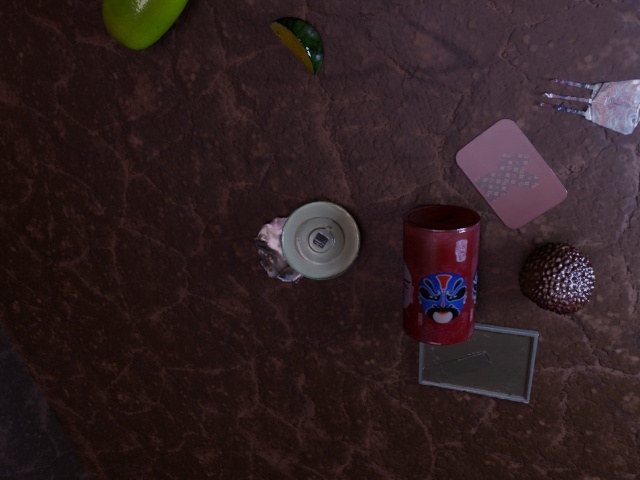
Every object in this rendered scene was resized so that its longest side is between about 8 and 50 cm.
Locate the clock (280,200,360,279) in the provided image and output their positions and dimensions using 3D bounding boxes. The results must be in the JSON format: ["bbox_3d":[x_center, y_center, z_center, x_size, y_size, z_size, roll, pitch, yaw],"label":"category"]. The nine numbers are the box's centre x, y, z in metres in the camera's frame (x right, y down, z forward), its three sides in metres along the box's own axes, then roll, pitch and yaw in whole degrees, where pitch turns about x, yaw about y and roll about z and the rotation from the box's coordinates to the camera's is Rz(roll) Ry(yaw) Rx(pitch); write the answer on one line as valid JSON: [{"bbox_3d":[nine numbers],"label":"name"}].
[{"bbox_3d":[0.000,0.000,1.596,0.235,0.029,0.235,0,90,0],"label":"clock"}]

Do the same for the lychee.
[{"bbox_3d":[0.606,0.093,1.380,0.188,0.188,0.188,8,114,18],"label":"lychee"}]

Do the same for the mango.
[{"bbox_3d":[-0.472,-0.680,1.490,0.343,0.156,0.192,-35,104,26],"label":"mango"}]

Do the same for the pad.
[{"bbox_3d":[0.493,-0.168,1.409,0.181,0.004,0.267,-37,94,29],"label":"pad"}]

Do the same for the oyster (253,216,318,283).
[{"bbox_3d":[-0.092,0.024,1.674,0.214,0.083,0.223,-31,74,9],"label":"oyster"}]

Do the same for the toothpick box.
[{"bbox_3d":[0.324,0.091,1.472,0.204,0.204,0.333,4,112,20],"label":"toothpick box"}]

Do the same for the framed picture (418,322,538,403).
[{"bbox_3d":[0.465,0.357,1.631,0.335,0.022,0.247,5,114,19],"label":"framed picture"}]

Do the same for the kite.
[{"bbox_3d":[0.645,-0.333,1.275,0.229,0.016,0.127,16,114,11],"label":"kite"}]

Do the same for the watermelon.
[{"bbox_3d":[-0.061,-0.528,1.435,0.092,0.075,0.181,-37,96,34],"label":"watermelon"}]
